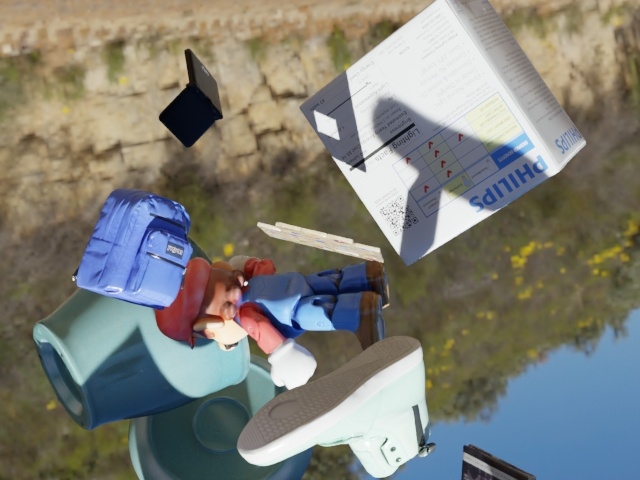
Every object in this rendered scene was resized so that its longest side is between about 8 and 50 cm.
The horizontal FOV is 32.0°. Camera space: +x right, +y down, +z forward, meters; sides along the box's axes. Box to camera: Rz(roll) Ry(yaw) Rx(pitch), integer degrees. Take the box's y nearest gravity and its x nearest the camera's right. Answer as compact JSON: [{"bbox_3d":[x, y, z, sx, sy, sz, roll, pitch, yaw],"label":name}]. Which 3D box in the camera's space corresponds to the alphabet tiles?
[{"bbox_3d":[0.000,0.000,1.765,0.198,0.009,0.237,14,175,6],"label":"alphabet tiles"}]

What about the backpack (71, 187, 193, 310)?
[{"bbox_3d":[-0.189,0.008,1.205,0.101,0.120,0.098,10,170,35],"label":"backpack"}]

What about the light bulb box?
[{"bbox_3d":[0.224,-0.210,2.042,0.358,0.361,0.225,-34,180,31],"label":"light bulb box"}]

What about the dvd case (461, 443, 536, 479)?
[{"bbox_3d":[0.244,0.416,1.572,0.018,0.221,0.164,0,-174,-25],"label":"dvd case"}]

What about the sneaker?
[{"bbox_3d":[0.031,0.229,1.278,0.256,0.151,0.094,-25,-158,-29],"label":"sneaker"}]

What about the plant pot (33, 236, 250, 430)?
[{"bbox_3d":[-0.289,0.155,1.720,0.255,0.272,0.271,-27,-173,-27],"label":"plant pot"}]

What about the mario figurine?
[{"bbox_3d":[-0.067,0.105,1.518,0.320,0.170,0.198,-1,-177,12],"label":"mario figurine"}]

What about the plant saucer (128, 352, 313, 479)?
[{"bbox_3d":[-0.167,0.319,1.899,0.317,0.318,0.044,-12,149,-13],"label":"plant saucer"}]

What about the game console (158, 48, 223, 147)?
[{"bbox_3d":[-0.207,-0.223,1.753,0.071,0.107,0.122,-16,158,11],"label":"game console"}]
